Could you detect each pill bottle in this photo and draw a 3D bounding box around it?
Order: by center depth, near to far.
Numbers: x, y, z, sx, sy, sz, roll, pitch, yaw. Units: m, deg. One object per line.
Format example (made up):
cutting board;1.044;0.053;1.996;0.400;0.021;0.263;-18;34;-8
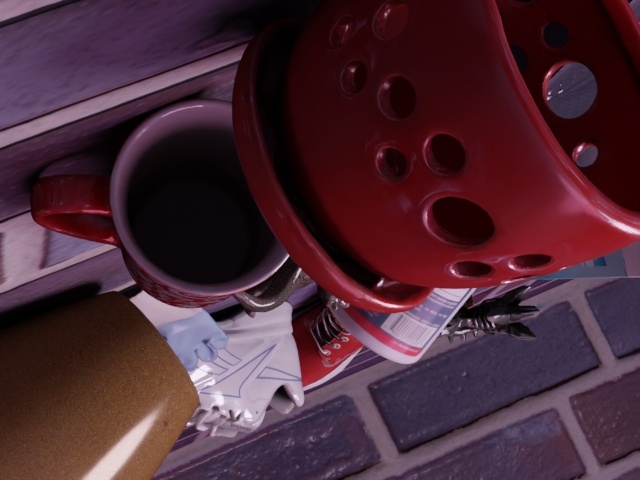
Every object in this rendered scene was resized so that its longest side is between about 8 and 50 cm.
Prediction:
pill bottle;0.096;0.010;1.501;0.180;0.108;0.108;-52;162;17

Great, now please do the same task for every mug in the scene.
mug;-0.090;-0.022;1.050;0.113;0.150;0.169;-60;-178;-11

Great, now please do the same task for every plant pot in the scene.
plant pot;0.065;-0.060;0.873;0.174;0.191;0.191;-27;171;30
plant pot;-0.231;0.161;1.364;0.254;0.237;0.237;-37;175;-17

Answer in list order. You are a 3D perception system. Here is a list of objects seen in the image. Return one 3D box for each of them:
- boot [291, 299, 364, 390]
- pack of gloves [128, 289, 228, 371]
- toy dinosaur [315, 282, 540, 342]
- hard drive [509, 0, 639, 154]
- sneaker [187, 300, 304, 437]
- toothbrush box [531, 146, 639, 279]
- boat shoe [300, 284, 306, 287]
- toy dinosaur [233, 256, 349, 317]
boot;0.010;0.098;1.992;0.244;0.088;0.176;-35;169;11
pack of gloves;-0.193;0.095;1.563;0.195;0.046;0.232;-24;156;1
toy dinosaur;0.086;0.027;1.724;0.218;0.164;0.322;-6;-177;-20
hard drive;0.178;-0.120;1.142;0.172;0.054;0.255;-15;156;-46
sneaker;-0.116;0.145;1.774;0.297;0.129;0.111;-13;168;-46
toothbrush box;0.300;-0.058;1.492;0.216;0.126;0.295;-21;-175;-22
boat shoe;0.000;0.000;1.504;0.050;0.045;0.135;-35;172;-28
toy dinosaur;0.015;-0.018;1.326;0.160;0.121;0.313;-42;159;26
